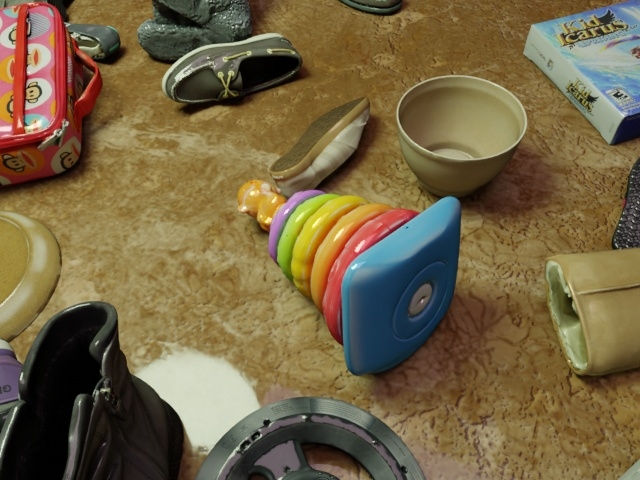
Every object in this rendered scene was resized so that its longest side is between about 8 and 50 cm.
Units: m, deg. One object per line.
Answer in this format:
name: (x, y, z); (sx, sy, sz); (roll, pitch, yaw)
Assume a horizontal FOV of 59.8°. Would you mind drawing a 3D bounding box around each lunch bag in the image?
lunch bag: (-0.464, -0.222, 0.841); (0.258, 0.120, 0.293); (-12, 62, -7)

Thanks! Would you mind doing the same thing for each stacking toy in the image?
stacking toy: (0.000, 0.000, 0.649); (0.175, 0.166, 0.301); (-33, 46, -31)

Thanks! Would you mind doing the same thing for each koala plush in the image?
koala plush: (-0.188, -0.432, 0.961); (0.203, 0.196, 0.221); (17, 55, 2)

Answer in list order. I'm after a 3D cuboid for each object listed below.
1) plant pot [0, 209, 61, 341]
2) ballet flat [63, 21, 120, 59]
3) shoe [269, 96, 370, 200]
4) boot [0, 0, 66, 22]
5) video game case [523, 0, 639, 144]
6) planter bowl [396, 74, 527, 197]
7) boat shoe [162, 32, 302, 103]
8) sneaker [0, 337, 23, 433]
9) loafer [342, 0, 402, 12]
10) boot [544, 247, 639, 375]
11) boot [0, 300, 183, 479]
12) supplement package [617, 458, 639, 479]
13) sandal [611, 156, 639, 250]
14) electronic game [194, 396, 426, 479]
plant pot: (-0.452, 0.046, 0.699); (0.236, 0.032, 0.237); (-2, 52, 2)
ballet flat: (-0.456, -0.347, 0.976); (0.203, 0.074, 0.074); (4, 53, 4)
shoe: (0.008, -0.134, 0.800); (0.076, 0.058, 0.219); (2, 41, 45)
boot: (-0.578, -0.480, 1.080); (0.161, 0.083, 0.247); (-10, 51, 3)
video game case: (0.506, -0.282, 0.873); (0.269, 0.061, 0.244); (-16, 53, -9)
planter bowl: (0.180, -0.127, 0.744); (0.161, 0.109, 0.162); (-2, 53, 2)
boat shoe: (-0.137, -0.269, 0.888); (0.227, 0.081, 0.069); (-27, 52, -19)
sneaker: (-0.407, 0.220, 0.524); (0.283, 0.107, 0.124); (-37, 65, -22)
loafer: (0.052, -0.526, 1.069); (0.096, 0.084, 0.267); (-34, 58, -21)
boot: (0.387, 0.014, 0.623); (0.269, 0.089, 0.236); (-8, 63, -2)
boot: (-0.181, 0.235, 0.419); (0.118, 0.223, 0.338); (-11, 53, -6)
supplement package: (0.357, 0.204, 0.485); (0.179, 0.105, 0.105); (-30, 57, -18)
sandal: (0.422, -0.047, 0.719); (0.067, 0.040, 0.179); (24, 72, 26)
electronic game: (-0.008, 0.256, 0.502); (0.229, 0.048, 0.230); (1, 59, -2)
